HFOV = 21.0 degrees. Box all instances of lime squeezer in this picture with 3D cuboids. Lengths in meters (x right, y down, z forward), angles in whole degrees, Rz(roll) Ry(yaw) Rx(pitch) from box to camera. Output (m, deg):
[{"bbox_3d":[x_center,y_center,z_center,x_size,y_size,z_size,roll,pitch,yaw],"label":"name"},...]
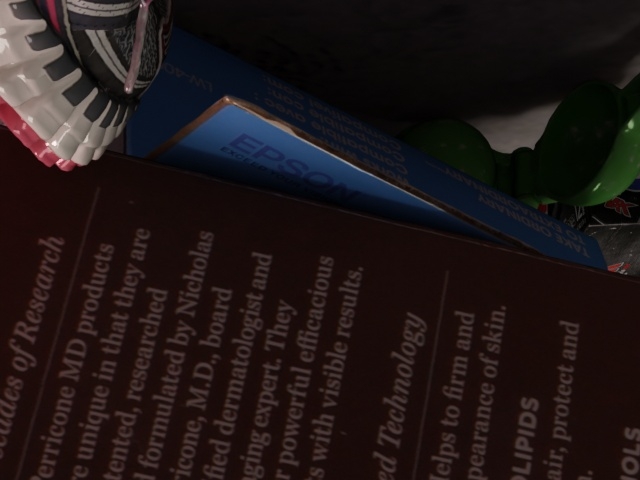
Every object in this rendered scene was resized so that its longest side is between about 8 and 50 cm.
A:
[{"bbox_3d":[0.070,-0.043,0.750,0.310,0.058,0.110,-12,161,25],"label":"lime squeezer"}]

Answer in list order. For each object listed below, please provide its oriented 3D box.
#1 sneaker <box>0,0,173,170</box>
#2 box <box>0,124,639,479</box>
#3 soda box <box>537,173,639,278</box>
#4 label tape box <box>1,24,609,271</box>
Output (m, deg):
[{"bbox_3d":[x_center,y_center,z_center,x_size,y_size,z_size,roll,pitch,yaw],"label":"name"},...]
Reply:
[{"bbox_3d":[-0.072,-0.105,0.437,0.112,0.121,0.299,-35,170,-3],"label":"sneaker"},{"bbox_3d":[0.001,0.089,0.598,0.381,0.143,0.191,14,151,-1],"label":"box"},{"bbox_3d":[0.141,-0.006,0.886,0.060,0.053,0.169,-2,161,-7],"label":"soda box"},{"bbox_3d":[-0.012,0.016,0.719,0.241,0.106,0.334,25,148,-24],"label":"label tape box"}]
